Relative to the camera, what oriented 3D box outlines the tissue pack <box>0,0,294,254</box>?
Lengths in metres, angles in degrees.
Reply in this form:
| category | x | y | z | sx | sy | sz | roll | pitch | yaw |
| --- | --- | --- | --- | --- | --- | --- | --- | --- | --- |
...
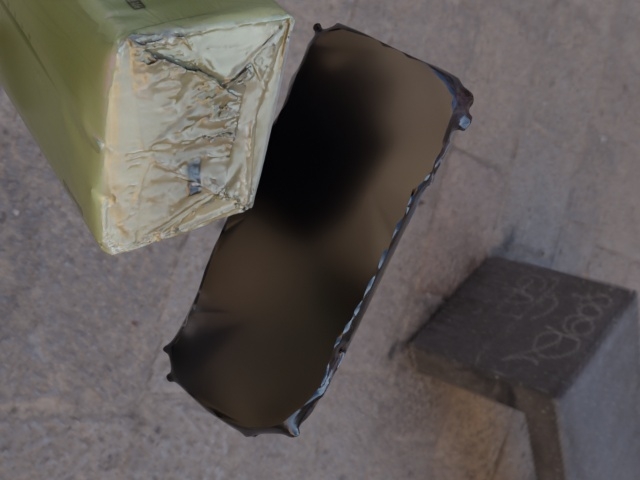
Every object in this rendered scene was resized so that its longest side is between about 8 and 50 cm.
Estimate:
| category | x | y | z | sx | sy | sz | roll | pitch | yaw |
| --- | --- | --- | --- | --- | --- | --- | --- | --- | --- |
| tissue pack | -0.134 | -0.131 | 0.539 | 0.125 | 0.234 | 0.159 | -18 | 144 | -32 |

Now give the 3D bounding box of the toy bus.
| category | x | y | z | sx | sy | sz | roll | pitch | yaw |
| --- | --- | --- | --- | --- | --- | --- | --- | --- | --- |
| toy bus | 0.000 | 0.000 | 0.831 | 0.386 | 0.171 | 0.162 | -64 | 171 | 4 |
